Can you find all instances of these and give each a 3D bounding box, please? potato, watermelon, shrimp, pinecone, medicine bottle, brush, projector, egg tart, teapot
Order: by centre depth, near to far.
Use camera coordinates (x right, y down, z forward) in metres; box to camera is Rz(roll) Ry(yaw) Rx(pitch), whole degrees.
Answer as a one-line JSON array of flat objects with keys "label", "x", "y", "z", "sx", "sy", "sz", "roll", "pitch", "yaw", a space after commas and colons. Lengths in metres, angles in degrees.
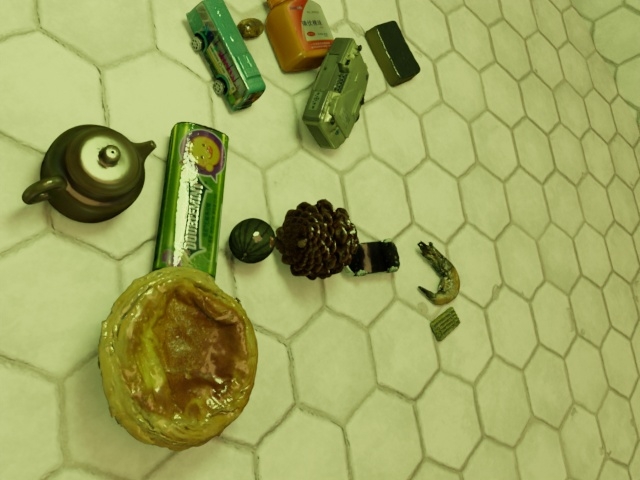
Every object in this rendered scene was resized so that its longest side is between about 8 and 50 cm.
[{"label": "teapot", "x": -0.438, "y": -0.135, "z": 1.108, "sx": 0.268, "sy": 0.175, "sz": 0.185, "roll": -34, "pitch": 95, "yaw": -39}, {"label": "egg tart", "x": -0.284, "y": 0.227, "z": 1.130, "sx": 0.352, "sy": 0.150, "sz": 0.351, "roll": 12, "pitch": 72, "yaw": -40}, {"label": "watermelon", "x": -0.160, "y": 0.007, "z": 1.315, "sx": 0.105, "sy": 0.105, "sz": 0.133, "roll": 48, "pitch": 33, "yaw": -16}, {"label": "pinecone", "x": 0.000, "y": 0.000, "z": 1.403, "sx": 0.208, "sy": 0.208, "sz": 0.207, "roll": 12, "pitch": 69, "yaw": -34}, {"label": "potato", "x": -0.184, "y": -0.561, "z": 1.521, "sx": 0.083, "sy": 0.040, "sz": 0.051, "roll": -32, "pitch": 101, "yaw": -38}, {"label": "projector", "x": 0.055, "y": -0.387, "z": 1.563, "sx": 0.193, "sy": 0.088, "sz": 0.269, "roll": 47, "pitch": 60, "yaw": -60}, {"label": "medicine bottle", "x": -0.064, "y": -0.585, "z": 1.573, "sx": 0.149, "sy": 0.112, "sz": 0.222, "roll": -22, "pitch": 90, "yaw": -42}, {"label": "shrimp", "x": 0.341, "y": 0.102, "z": 1.714, "sx": 0.217, "sy": 0.051, "sz": 0.150, "roll": 48, "pitch": 60, "yaw": -20}, {"label": "brush", "x": 0.233, "y": -0.598, "z": 1.839, "sx": 0.123, "sy": 0.059, "sz": 0.197, "roll": -33, "pitch": 97, "yaw": -38}]

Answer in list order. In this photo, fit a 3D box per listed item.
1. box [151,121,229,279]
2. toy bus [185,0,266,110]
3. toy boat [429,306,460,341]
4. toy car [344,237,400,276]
[{"label": "box", "x": -0.279, "y": -0.080, "z": 1.261, "sx": 0.134, "sy": 0.097, "sz": 0.345, "roll": 15, "pitch": 68, "yaw": -32}, {"label": "toy bus", "x": -0.231, "y": -0.453, "z": 1.412, "sx": 0.091, "sy": 0.109, "sz": 0.261, "roll": -34, "pitch": 99, "yaw": -45}, {"label": "toy boat", "x": 0.370, "y": 0.247, "z": 1.709, "sx": 0.115, "sy": 0.016, "sz": 0.063, "roll": -30, "pitch": 95, "yaw": -39}, {"label": "toy car", "x": 0.135, "y": 0.048, "z": 1.565, "sx": 0.205, "sy": 0.056, "sz": 0.095, "roll": -4, "pitch": 79, "yaw": -35}]
